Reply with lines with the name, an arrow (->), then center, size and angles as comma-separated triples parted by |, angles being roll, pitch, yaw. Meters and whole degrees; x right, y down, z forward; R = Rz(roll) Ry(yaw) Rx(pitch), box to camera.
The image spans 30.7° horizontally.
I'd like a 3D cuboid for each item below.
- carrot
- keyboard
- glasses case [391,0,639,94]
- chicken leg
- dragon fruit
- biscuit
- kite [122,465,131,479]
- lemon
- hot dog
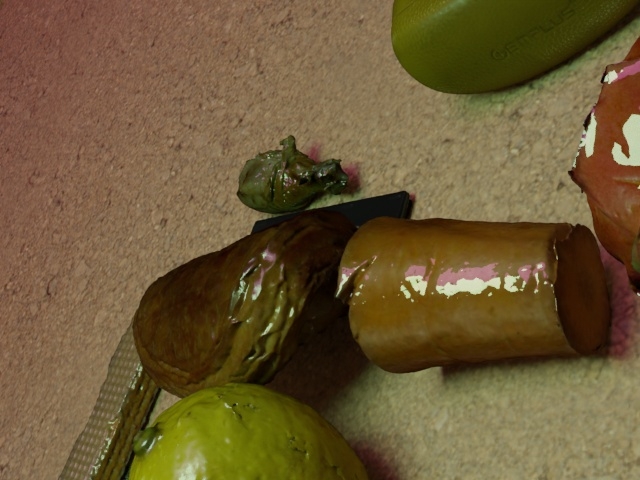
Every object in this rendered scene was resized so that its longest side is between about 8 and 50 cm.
carrot -> 0.173, 0.045, 1.267 | 0.254, 0.196, 0.196 | -11, 56, 41
keyboard -> 0.000, 0.000, 1.635 | 0.317, 0.027, 0.106 | -8, 55, 47
glasses case -> 0.257, -0.303, 1.424 | 0.371, 0.173, 0.141 | -31, 43, 36
chicken leg -> -0.037, -0.095, 1.697 | 0.228, 0.088, 0.103 | -12, 43, 49
dragon fruit -> 0.394, -0.064, 1.009 | 0.226, 0.305, 0.305 | 26, 85, 48
biscuit -> -0.305, 0.259, 1.771 | 0.094, 0.054, 0.378 | 0, 63, 50
kite -> -0.251, 0.350, 1.691 | 0.250, 0.012, 0.229 | -1, 63, 51
lemon -> -0.075, 0.290, 1.299 | 0.260, 0.284, 0.260 | 23, -90, -87
hot dog -> -0.091, 0.087, 1.481 | 0.267, 0.174, 0.388 | -34, 7, -35
